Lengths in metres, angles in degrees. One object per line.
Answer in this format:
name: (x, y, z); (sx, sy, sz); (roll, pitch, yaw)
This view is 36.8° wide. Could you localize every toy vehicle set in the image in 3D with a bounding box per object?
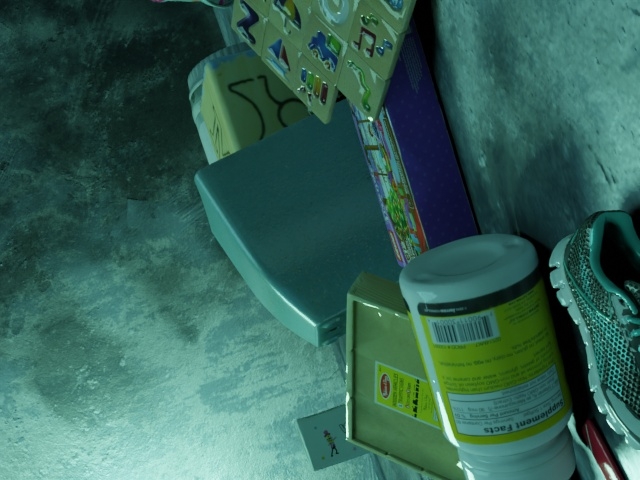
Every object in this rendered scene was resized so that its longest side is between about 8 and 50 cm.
toy vehicle set: (0.108, 0.159, 1.022); (0.166, 0.035, 0.266); (21, 139, 20)

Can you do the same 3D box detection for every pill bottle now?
pill bottle: (0.149, 0.110, 0.827); (0.119, 0.119, 0.208); (-127, 20, -73)

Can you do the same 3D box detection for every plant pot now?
plant pot: (0.000, 0.000, 1.340); (0.252, 0.247, 0.248); (61, 171, 17)

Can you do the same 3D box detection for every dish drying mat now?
dish drying mat: (0.238, 0.189, 0.791); (0.032, 0.008, 0.083); (84, 166, -62)

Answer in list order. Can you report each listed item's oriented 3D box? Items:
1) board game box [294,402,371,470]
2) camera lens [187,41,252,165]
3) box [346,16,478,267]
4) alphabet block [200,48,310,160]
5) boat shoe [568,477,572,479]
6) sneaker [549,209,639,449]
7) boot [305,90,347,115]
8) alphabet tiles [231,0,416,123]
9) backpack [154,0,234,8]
board game box: (0.072, 0.341, 1.758); (0.303, 0.224, 0.097); (94, 158, -77)
camera lens: (-0.109, -0.199, 1.764); (0.219, 0.220, 0.274); (96, 154, -76)
box: (0.087, -0.105, 1.031); (0.201, 0.057, 0.293); (-142, 34, -81)
alphabet block: (-0.074, -0.185, 1.548); (0.193, 0.193, 0.197); (116, 136, -73)
boat shoe: (0.209, 0.237, 0.920); (0.066, 0.066, 0.183); (80, 170, -48)
sneaker: (0.189, 0.054, 0.572); (0.076, 0.065, 0.166); (90, 159, -61)
boot: (-0.019, -0.283, 1.349); (0.236, 0.085, 0.178); (69, 178, -69)
alphabet tiles: (-0.014, -0.281, 0.902); (0.285, 0.011, 0.342); (48, 148, 22)
backpack: (-0.123, -0.396, 1.119); (0.191, 0.253, 0.225); (17, 141, 28)
